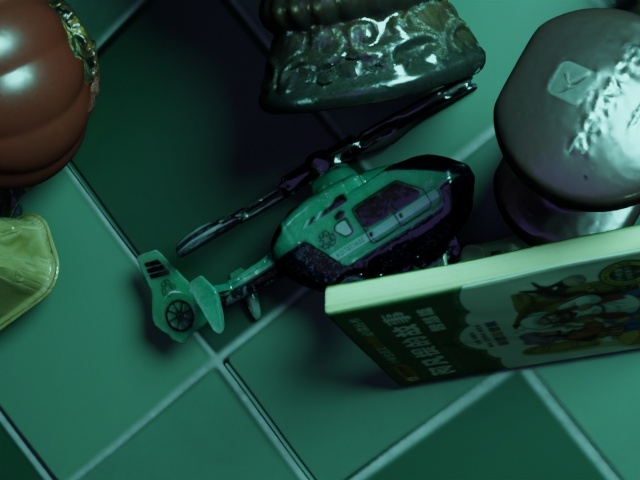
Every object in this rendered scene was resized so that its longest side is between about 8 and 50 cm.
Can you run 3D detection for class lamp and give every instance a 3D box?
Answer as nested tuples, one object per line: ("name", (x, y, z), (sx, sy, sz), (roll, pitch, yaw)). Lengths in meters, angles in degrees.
("lamp", (-0.312, -0.158, 0.880), (0.226, 0.227, 0.227), (2, 98, 17))

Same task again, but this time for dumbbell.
("dumbbell", (0.200, -0.070, 0.707), (0.124, 0.225, 0.140), (28, 84, 14))

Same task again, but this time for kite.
("kite", (-0.337, -0.046, 0.999), (0.090, 0.004, 0.122), (-18, 94, 20))

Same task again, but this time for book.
("book", (0.160, 0.062, 0.770), (0.264, 0.202, 0.027), (-12, 61, 18))

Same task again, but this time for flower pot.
("flower pot", (0.017, -0.250, 0.742), (0.266, 0.266, 0.267), (-5, 105, 18))

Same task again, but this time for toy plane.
("toy plane", (0.000, 0.000, 0.857), (0.381, 0.106, 0.155), (-30, 82, 19))

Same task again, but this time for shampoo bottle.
("shampoo bottle", (0.146, 0.023, 0.794), (0.034, 0.141, 0.049), (17, 108, 45))

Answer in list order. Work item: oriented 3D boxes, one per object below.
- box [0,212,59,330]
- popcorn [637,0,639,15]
("box", (-0.353, 0.044, 0.971), (0.177, 0.111, 0.111), (-34, 87, 16))
("popcorn", (0.372, -0.163, 0.673), (0.285, 0.174, 0.225), (8, 87, 13))
